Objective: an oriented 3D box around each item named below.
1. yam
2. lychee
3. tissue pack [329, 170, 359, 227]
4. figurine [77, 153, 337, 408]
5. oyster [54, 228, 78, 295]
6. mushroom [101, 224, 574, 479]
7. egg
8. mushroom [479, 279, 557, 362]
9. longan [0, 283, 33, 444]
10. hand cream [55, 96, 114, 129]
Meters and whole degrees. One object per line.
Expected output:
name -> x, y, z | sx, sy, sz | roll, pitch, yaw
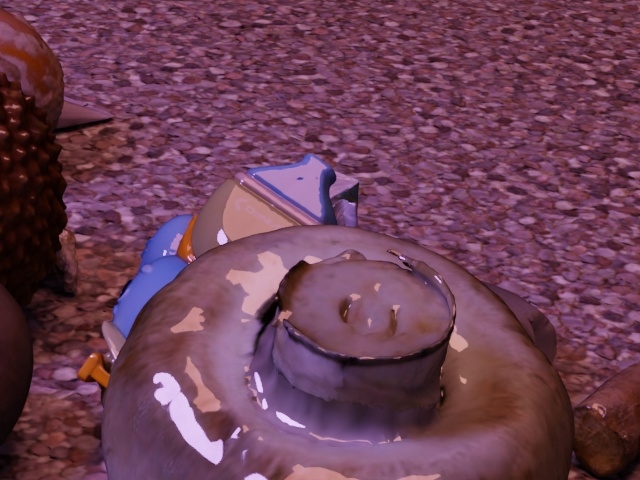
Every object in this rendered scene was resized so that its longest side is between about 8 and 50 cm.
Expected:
yam -> 0.308, 0.118, 1.697 | 0.066, 0.066, 0.299 | 21, 30, 31
lychee -> -0.353, -0.039, 1.695 | 0.267, 0.267, 0.267 | 4, 26, -2
tissue pack -> 0.001, 0.001, 1.828 | 0.079, 0.111, 0.085 | 21, 32, 29
figurine -> -0.083, 0.052, 1.602 | 0.262, 0.154, 0.180 | -50, 14, -20
oyster -> -0.301, -0.013, 1.866 | 0.200, 0.061, 0.106 | 13, 26, 16
mushroom -> 0.013, 0.130, 1.387 | 0.352, 0.260, 0.352 | 4, 38, -3
egg -> -0.374, -0.151, 1.984 | 0.233, 0.195, 0.195 | -11, 30, -37
mushroom -> 0.036, 0.066, 1.727 | 0.328, 0.122, 0.159 | 15, -8, 18
longan -> -0.309, 0.100, 1.520 | 0.167, 0.167, 0.187 | 5, 25, 2
hand cream -> -0.305, -0.143, 2.155 | 0.084, 0.053, 0.142 | 23, 17, 31
